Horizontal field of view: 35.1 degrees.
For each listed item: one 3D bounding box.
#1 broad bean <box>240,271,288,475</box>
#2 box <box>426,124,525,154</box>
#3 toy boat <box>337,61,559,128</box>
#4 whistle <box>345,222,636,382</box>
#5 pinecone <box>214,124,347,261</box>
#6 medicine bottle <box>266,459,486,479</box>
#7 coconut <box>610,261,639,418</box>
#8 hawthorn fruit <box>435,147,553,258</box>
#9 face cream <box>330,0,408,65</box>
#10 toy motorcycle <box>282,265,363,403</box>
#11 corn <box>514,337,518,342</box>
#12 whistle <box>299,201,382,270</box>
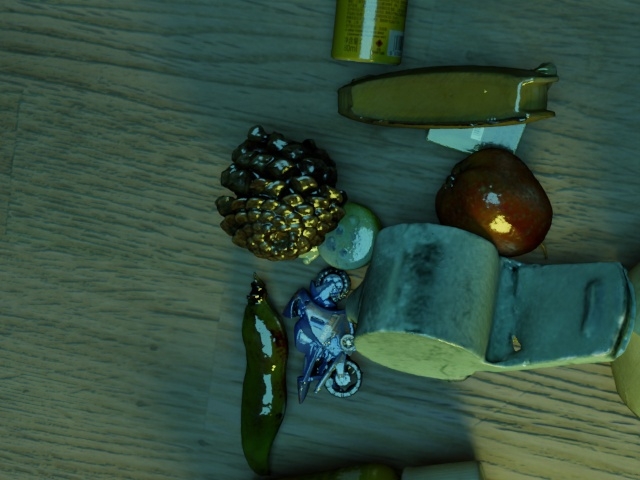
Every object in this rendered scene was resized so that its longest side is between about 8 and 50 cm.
[{"bbox_3d":[-0.088,0.214,1.590,0.077,0.061,0.339,4,99,16],"label":"broad bean"},{"bbox_3d":[0.234,-0.171,1.501,0.133,0.023,0.090,19,100,6],"label":"box"},{"bbox_3d":[0.175,-0.203,1.434,0.321,0.121,0.089,1,99,23],"label":"toy boat"},{"bbox_3d":[0.222,0.098,1.408,0.405,0.188,0.168,8,67,14],"label":"whistle"},{"bbox_3d":[-0.054,-0.071,1.468,0.184,0.204,0.179,21,131,-4],"label":"pinecone"},{"bbox_3d":[0.066,0.452,1.522,0.384,0.224,0.224,-11,97,10],"label":"medicine bottle"},{"bbox_3d":[0.536,0.137,1.371,0.323,0.323,0.323,1,99,8],"label":"coconut"},{"bbox_3d":[0.269,-0.036,1.455,0.203,0.162,0.162,30,102,-8],"label":"hawthorn fruit"},{"bbox_3d":[0.083,-0.429,1.441,0.105,0.105,0.348,7,100,7],"label":"face cream"},{"bbox_3d":[0.002,0.145,1.557,0.114,0.076,0.205,-7,87,5],"label":"toy motorcycle"},{"bbox_3d":[0.311,0.117,1.512,0.237,0.079,0.079,5,100,11],"label":"corn"},{"bbox_3d":[0.000,0.000,1.553,0.198,0.057,0.104,-8,87,17],"label":"whistle"}]
